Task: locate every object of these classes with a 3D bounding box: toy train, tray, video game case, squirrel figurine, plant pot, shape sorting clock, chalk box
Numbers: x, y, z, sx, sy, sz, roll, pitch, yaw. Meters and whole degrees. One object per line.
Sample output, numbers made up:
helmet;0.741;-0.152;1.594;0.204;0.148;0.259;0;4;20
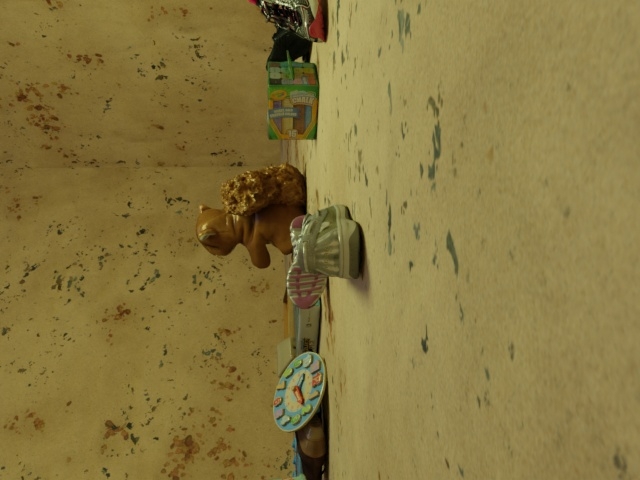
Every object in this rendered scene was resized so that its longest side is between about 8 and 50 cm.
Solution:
toy train;-0.035;0.623;1.774;0.105;0.080;0.184;-156;67;-74
tray;-0.086;0.277;2.235;0.411;0.076;0.203;114;154;-75
video game case;-0.044;0.170;1.822;0.270;0.061;0.244;-98;7;-48
squirrel figurine;-0.237;-0.094;2.161;0.281;0.370;0.397;-97;8;-47
plant pot;-0.066;0.343;1.917;0.096;0.109;0.109;116;155;-51
shape sorting clock;-0.056;0.376;1.607;0.206;0.040;0.206;-35;37;31
chalk box;-0.074;-0.387;1.684;0.132;0.132;0.213;-95;8;-47

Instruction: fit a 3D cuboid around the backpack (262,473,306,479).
backpack;-0.051;0.613;1.315;0.225;0.191;0.254;-105;8;-58

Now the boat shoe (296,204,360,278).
boat shoe;0.000;0.003;1.118;0.320;0.103;0.118;-120;29;-78

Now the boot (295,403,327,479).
boot;-0.037;0.511;1.666;0.248;0.090;0.207;-116;27;-69

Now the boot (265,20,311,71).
boot;-0.083;-0.623;1.872;0.246;0.094;0.207;148;135;-63

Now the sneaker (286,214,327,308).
sneaker;-0.028;0.061;1.543;0.104;0.095;0.236;85;-175;-60

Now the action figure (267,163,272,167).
action figure;-0.142;-0.185;2.400;0.276;0.140;0.164;59;-151;-69

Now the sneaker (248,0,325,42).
sneaker;-0.076;-0.537;1.499;0.299;0.112;0.121;53;158;44

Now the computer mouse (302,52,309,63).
computer mouse;-0.060;-0.584;1.959;0.242;0.041;0.071;-102;13;-59
